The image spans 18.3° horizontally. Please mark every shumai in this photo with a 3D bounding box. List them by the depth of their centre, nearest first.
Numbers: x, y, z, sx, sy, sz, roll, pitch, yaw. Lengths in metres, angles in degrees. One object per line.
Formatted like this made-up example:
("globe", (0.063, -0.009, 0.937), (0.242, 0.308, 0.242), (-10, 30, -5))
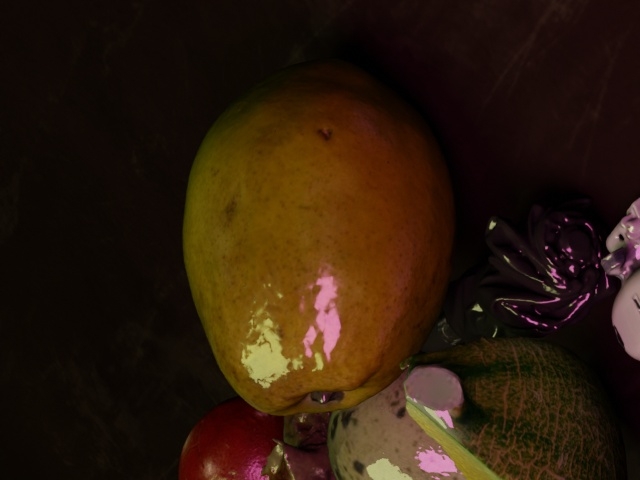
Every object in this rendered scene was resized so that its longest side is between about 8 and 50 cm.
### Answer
("shumai", (0.008, 0.222, 2.116), (0.206, 0.176, 0.166), (50, 154, 13))

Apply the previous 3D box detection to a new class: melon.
("melon", (0.174, 0.175, 1.665), (0.124, 0.196, 0.323), (-7, 156, 21))

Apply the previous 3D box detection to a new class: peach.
("peach", (-0.073, 0.261, 2.302), (0.197, 0.197, 0.197), (38, 150, 27))

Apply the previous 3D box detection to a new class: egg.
("egg", (0.116, 0.203, 1.928), (0.228, 0.177, 0.177), (19, 141, 22))

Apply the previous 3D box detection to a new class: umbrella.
("umbrella", (0.156, 0.051, 1.762), (0.118, 0.118, 0.340), (53, 157, 1))

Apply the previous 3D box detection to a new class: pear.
("pear", (0.000, 0.000, 1.743), (0.253, 0.253, 0.307), (122, 146, -62))

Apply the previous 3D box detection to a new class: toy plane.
("toy plane", (0.284, 0.044, 1.570), (0.174, 0.080, 0.174), (49, 149, 44))
